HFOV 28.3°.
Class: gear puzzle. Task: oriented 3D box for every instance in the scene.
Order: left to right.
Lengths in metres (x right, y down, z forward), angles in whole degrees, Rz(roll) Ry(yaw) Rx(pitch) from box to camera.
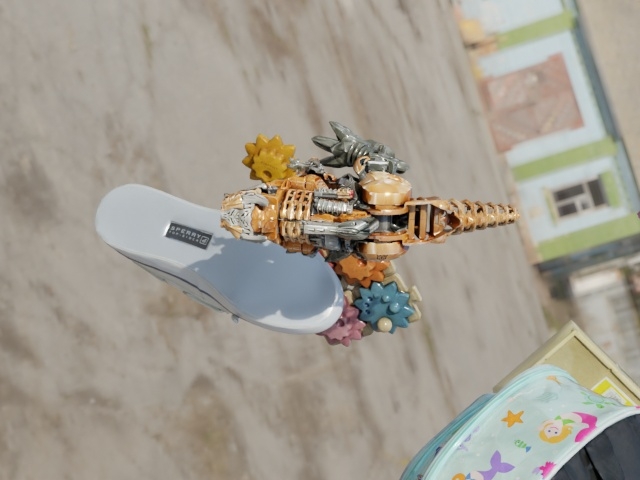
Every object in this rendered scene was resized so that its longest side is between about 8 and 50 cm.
[{"bbox_3d":[0.000,0.000,1.739,0.339,0.175,0.044,61,32,-18],"label":"gear puzzle"}]

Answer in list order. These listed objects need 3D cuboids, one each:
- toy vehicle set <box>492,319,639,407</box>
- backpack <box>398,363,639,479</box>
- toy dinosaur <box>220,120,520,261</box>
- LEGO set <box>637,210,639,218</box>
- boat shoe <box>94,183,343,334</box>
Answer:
[{"bbox_3d":[0.416,0.267,1.959,0.267,0.166,0.035,43,15,-15],"label":"toy vehicle set"},{"bbox_3d":[0.172,0.227,1.011,0.191,0.225,0.253,30,-32,40],"label":"backpack"},{"bbox_3d":[0.051,-0.024,1.432,0.218,0.322,0.164,-113,-134,-77],"label":"toy dinosaur"},{"bbox_3d":[0.441,0.020,1.383,0.087,0.093,0.227,-21,67,-39],"label":"LEGO set"},{"bbox_3d":[-0.126,0.045,1.708,0.135,0.367,0.156,-66,160,-15],"label":"boat shoe"}]
